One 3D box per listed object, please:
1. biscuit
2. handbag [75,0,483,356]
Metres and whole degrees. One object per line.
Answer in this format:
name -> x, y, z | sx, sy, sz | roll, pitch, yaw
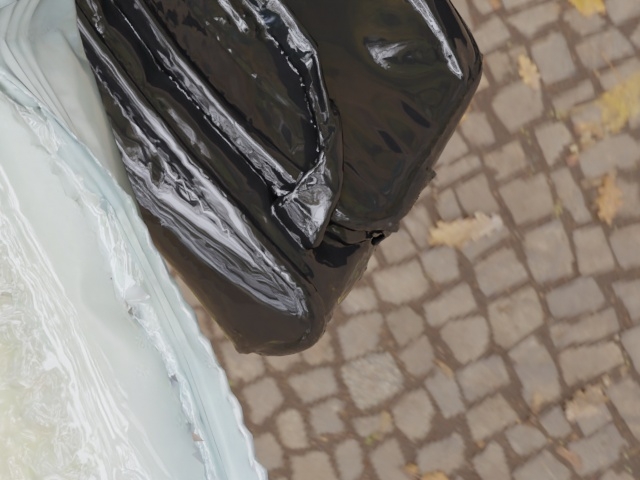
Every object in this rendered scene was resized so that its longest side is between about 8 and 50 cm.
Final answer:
biscuit -> -0.154, 0.056, 0.416 | 0.309, 0.079, 0.186 | -24, 80, 23
handbag -> -0.042, -0.110, 0.667 | 0.088, 0.275, 0.244 | -18, 26, 40
